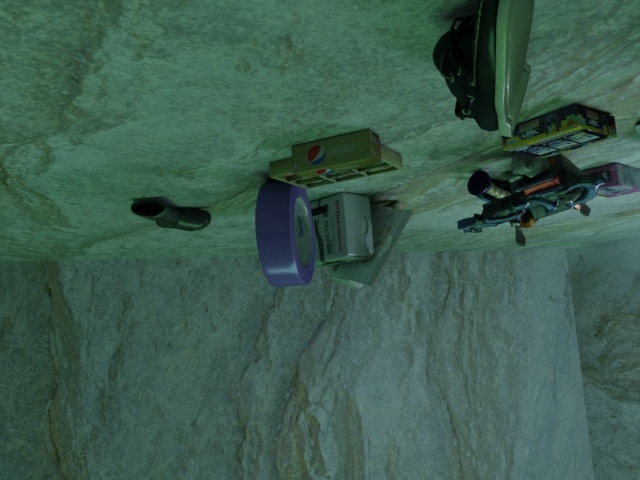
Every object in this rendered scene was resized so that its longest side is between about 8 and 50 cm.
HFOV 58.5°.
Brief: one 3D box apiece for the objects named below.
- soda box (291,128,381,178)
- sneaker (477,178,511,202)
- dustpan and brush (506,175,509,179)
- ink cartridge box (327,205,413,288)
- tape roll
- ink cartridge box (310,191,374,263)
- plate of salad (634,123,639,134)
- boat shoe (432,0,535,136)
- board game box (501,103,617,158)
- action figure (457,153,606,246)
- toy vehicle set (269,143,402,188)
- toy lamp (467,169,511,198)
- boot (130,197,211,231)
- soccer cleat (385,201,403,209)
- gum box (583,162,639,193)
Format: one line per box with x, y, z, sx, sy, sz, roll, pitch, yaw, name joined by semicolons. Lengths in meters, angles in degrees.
0.032;-0.177;1.183;0.181;0.062;0.058;-8;170;27;soda box
0.495;-0.137;1.669;0.209;0.069;0.082;2;174;-38;sneaker
0.625;-0.166;1.601;0.147;0.061;0.211;7;172;36;dustpan and brush
0.167;0.022;1.788;0.060;0.275;0.238;38;165;-31;ink cartridge box
-0.086;-0.019;1.488;0.090;0.275;0.275;-5;172;12;tape roll
0.026;-0.024;1.786;0.114;0.197;0.272;3;168;-42;ink cartridge box
0.755;-0.205;1.181;0.199;0.048;0.200;26;-169;-5;plate of salad
0.201;-0.226;0.723;0.113;0.127;0.340;18;-177;20;boat shoe
0.480;-0.217;1.158;0.141;0.048;0.170;4;169;-36;board game box
0.506;-0.113;1.415;0.341;0.179;0.330;-15;147;19;action figure
0.035;-0.171;1.318;0.266;0.035;0.166;-9;171;31;toy vehicle set
0.522;-0.119;1.590;0.274;0.080;0.080;19;161;-33;toy lamp
-0.433;-0.080;1.682;0.189;0.076;0.208;-6;165;-1;boot
0.236;-0.087;1.926;0.076;0.068;0.196;0;175;-1;soccer cleat
0.822;-0.168;1.616;0.188;0.062;0.107;3;170;-40;gum box
